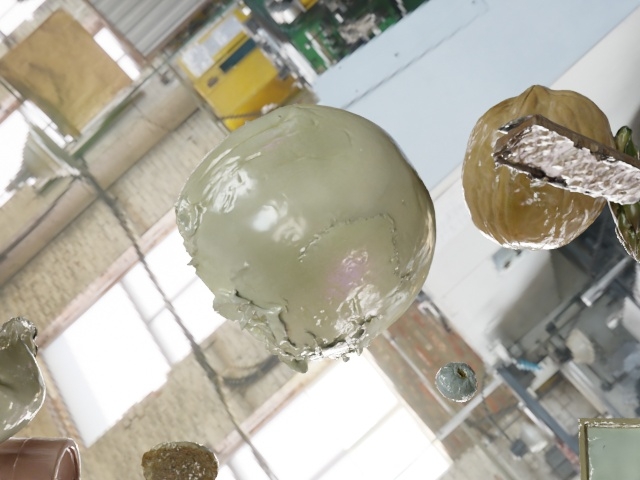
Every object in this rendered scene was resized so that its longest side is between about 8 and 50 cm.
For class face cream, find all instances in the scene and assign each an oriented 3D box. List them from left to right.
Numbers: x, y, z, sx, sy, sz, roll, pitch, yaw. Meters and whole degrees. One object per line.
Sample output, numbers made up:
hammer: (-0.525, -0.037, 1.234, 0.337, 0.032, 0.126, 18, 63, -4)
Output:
face cream: (-0.432, 0.371, 1.245, 0.149, 0.104, 0.149, -179, 90, -90)

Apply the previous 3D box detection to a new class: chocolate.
chocolate: (0.383, -0.117, 1.213, 0.329, 0.102, 0.065, 12, -119, -35)

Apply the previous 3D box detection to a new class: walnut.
walnut: (0.410, -0.137, 1.575, 0.251, 0.313, 0.277, -1, -175, -28)

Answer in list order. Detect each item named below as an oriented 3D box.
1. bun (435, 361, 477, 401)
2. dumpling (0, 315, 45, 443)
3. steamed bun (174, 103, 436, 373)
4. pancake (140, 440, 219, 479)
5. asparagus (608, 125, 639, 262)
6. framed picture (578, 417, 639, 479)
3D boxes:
bun: (0.245, 0.248, 1.476, 0.083, 0.045, 0.083, 13, -144, -10)
dumpling: (-0.462, 0.213, 1.135, 0.142, 0.247, 0.172, 24, 159, 1)
steamed bun: (0.000, 0.000, 1.075, 0.333, 0.312, 0.233, 38, -163, -36)
pancake: (-0.266, 0.430, 1.570, 0.151, 0.151, 0.025, 46, -157, -31)
asparagus: (0.598, -0.076, 1.611, 0.080, 0.080, 0.287, -124, 13, -73)
framed picture: (0.398, 0.325, 1.043, 0.010, 0.135, 0.201, 44, -134, -57)
